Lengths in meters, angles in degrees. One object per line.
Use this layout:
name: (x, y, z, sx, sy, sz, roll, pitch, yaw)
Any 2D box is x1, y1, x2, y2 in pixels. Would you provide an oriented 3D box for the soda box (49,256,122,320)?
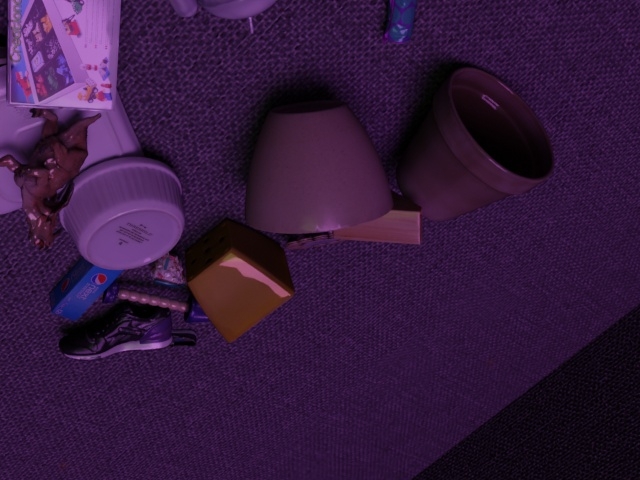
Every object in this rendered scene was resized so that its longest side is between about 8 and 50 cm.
soda box: (-0.554, 0.095, 1.940, 0.210, 0.067, 0.071, -43, 133, 19)

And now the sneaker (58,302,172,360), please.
sneaker: (-0.519, 0.215, 2.065, 0.283, 0.107, 0.124, -8, 119, -22)

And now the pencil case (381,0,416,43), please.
pencil case: (0.166, -0.490, 1.708, 0.070, 0.064, 0.151, -23, 138, -25)

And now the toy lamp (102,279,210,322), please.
toy lamp: (-0.396, 0.151, 2.025, 0.275, 0.080, 0.080, 16, 124, -19)

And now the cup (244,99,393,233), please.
cup: (-0.016, -0.176, 1.783, 0.331, 0.331, 0.236, -11, 108, -14)

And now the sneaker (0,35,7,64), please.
sneaker: (-0.635, -0.385, 1.444, 0.222, 0.083, 0.118, 1, 119, -35)

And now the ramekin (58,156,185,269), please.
ramekin: (-0.422, -0.047, 1.779, 0.273, 0.127, 0.273, -19, 149, -12)

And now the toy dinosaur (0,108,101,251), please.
toy dinosaur: (-0.520, -0.142, 1.602, 0.295, 0.127, 0.200, -47, 148, 3)

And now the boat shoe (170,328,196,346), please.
boat shoe: (-0.400, 0.265, 2.186, 0.142, 0.040, 0.049, -1, 131, -23)

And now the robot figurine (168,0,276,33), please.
robot figurine: (-0.177, -0.531, 1.420, 0.300, 0.200, 0.353, -50, 136, -10)

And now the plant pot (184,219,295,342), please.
plant pot: (-0.215, 0.078, 1.990, 0.212, 0.212, 0.187, -37, 121, 12)

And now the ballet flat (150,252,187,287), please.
ballet flat: (-0.356, 0.072, 1.949, 0.091, 0.241, 0.077, 13, 83, -10)

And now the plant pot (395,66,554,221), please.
plant pot: (0.334, -0.197, 1.920, 0.323, 0.323, 0.280, 14, 142, -33)

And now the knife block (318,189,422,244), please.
knife block: (0.076, -0.051, 1.936, 0.242, 0.276, 0.088, -17, 119, -24)

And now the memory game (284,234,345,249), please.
memory game: (0.000, 0.000, 2.057, 0.186, 0.012, 0.186, -10, 173, -1)

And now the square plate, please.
square plate: (-0.556, -0.208, 1.634, 0.347, 0.049, 0.344, -22, 143, -9)

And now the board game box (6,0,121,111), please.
board game box: (-0.462, -0.390, 1.471, 0.193, 0.053, 0.305, 0, 112, -23)
